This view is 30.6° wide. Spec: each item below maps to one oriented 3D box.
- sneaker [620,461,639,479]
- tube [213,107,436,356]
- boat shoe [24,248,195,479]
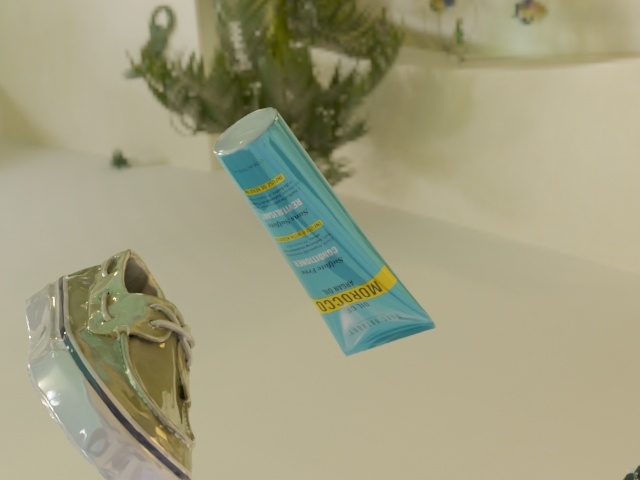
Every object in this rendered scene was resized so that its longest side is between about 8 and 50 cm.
[{"bbox_3d":[0.311,0.287,1.071,0.118,0.292,0.110,16,-126,-2],"label":"sneaker"},{"bbox_3d":[0.000,0.000,0.849,0.080,0.207,0.052,-18,-150,32],"label":"tube"},{"bbox_3d":[-0.134,0.075,0.787,0.094,0.109,0.302,-40,-152,-4],"label":"boat shoe"}]
